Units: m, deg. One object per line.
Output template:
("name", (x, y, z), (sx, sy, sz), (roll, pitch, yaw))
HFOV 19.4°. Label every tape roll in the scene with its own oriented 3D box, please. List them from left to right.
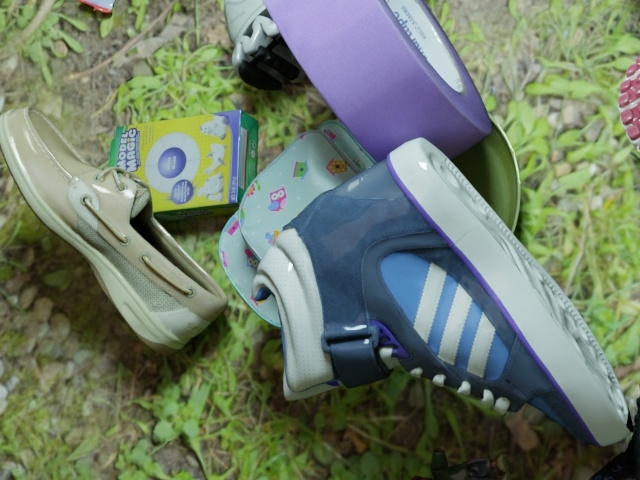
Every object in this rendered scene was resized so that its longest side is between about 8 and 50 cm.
("tape roll", (0.045, -0.188, 1.708), (0.090, 0.275, 0.275), (-34, 62, 14))

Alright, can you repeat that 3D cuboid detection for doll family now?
("doll family", (0.135, 0.283, 1.682), (0.111, 0.076, 0.193), (-16, 71, 18))

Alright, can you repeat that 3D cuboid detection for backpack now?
("backpack", (0.000, 0.000, 1.755), (0.188, 0.144, 0.166), (-48, 65, 12))

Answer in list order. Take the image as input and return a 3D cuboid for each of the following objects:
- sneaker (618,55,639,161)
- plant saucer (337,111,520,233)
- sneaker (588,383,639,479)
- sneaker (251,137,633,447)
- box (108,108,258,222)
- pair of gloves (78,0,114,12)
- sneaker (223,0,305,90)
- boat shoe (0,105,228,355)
("sneaker", (0.344, -0.055, 1.658), (0.121, 0.112, 0.299), (-17, 55, 14))
("plant saucer", (0.088, -0.031, 1.820), (0.241, 0.037, 0.241), (-8, 71, 25))
("sneaker", (0.283, 0.167, 1.633), (0.121, 0.079, 0.217), (-21, 67, 21))
("sneaker", (0.088, 0.095, 1.616), (0.236, 0.130, 0.323), (-38, 92, 15))
("box", (-0.153, -0.075, 1.958), (0.179, 0.043, 0.105), (-7, 73, 28))
("pair of gloves", (-0.271, -0.344, 2.112), (0.198, 0.023, 0.159), (20, 85, 30))
("sneaker", (0.019, -0.277, 1.897), (0.292, 0.110, 0.118), (-32, 54, 16))
("boat shoe", (-0.210, -0.027, 1.897), (0.098, 0.109, 0.302), (-40, 84, 17))
